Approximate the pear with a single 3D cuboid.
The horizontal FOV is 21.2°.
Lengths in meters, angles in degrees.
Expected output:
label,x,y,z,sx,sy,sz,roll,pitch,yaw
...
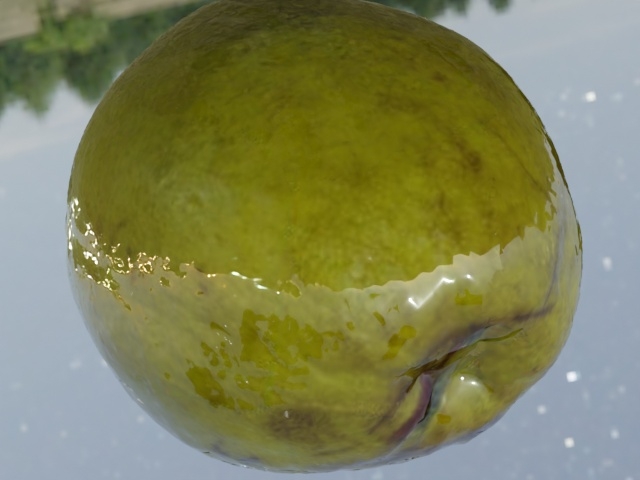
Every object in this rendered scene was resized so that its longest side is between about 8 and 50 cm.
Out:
label,x,y,z,sx,sy,sz,roll,pitch,yaw
pear,0.000,0.000,0.515,0.149,0.149,0.162,-18,-147,-27
